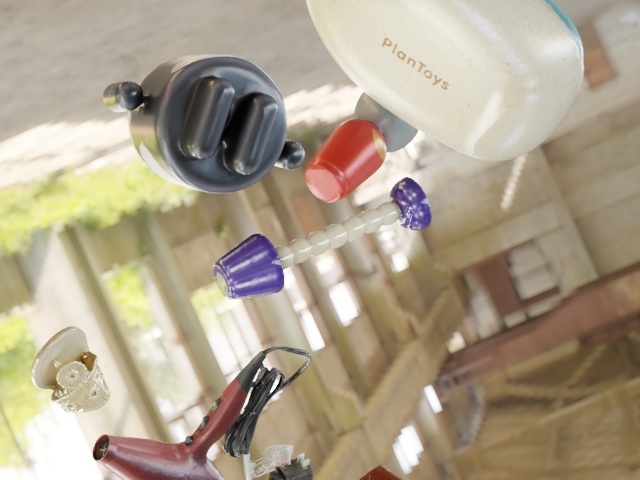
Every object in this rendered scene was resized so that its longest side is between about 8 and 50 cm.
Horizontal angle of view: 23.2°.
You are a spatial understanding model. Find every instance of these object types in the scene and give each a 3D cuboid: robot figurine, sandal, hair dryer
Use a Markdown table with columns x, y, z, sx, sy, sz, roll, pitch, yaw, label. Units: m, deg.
| x | y | z | sx | sy | sz | roll | pitch | yaw | label |
| --- | --- | --- | --- | --- | --- | --- | --- | --- | --- |
| -0.144 | -0.144 | 1.946 | 0.174 | 0.209 | 0.278 | -35 | -163 | -13 | robot figurine |
| -0.290 | 0.176 | 1.920 | 0.088 | 0.079 | 0.240 | -52 | 170 | -17 | sandal |
| -0.149 | 0.246 | 1.986 | 0.294 | 0.223 | 0.080 | -14 | -155 | -22 | hair dryer |

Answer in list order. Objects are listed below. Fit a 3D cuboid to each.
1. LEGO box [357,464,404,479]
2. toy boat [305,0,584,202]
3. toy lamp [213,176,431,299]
| x | y | z | sx | sy | sz | roll | pitch | yaw | label |
| --- | --- | --- | --- | --- | --- | --- | --- | --- | --- |
| 0.194 | 0.535 | 1.760 | 0.193 | 0.372 | 0.500 | -35 | -145 | -21 | LEGO box |
| 0.084 | -0.159 | 1.374 | 0.148 | 0.267 | 0.318 | -47 | 175 | -38 | toy boat |
| 0.000 | 0.000 | 1.883 | 0.275 | 0.080 | 0.080 | -22 | 180 | -24 | toy lamp |
